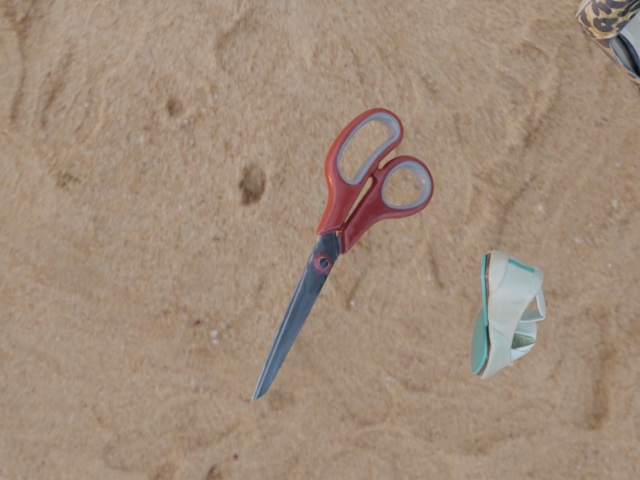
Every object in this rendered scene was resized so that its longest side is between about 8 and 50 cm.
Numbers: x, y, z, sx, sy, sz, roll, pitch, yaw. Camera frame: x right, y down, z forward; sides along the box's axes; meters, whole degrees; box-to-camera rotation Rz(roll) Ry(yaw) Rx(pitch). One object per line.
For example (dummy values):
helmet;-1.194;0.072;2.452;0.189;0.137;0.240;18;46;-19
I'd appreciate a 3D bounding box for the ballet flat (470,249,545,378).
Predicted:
ballet flat;0.226;0.098;1.163;0.086;0.086;0.248;-8;147;0

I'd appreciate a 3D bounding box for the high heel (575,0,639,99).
high heel;0.356;-0.197;1.002;0.093;0.261;0.186;-44;80;8

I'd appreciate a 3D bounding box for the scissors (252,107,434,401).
scissors;0.000;0.000;0.858;0.109;0.021;0.297;49;62;-14
